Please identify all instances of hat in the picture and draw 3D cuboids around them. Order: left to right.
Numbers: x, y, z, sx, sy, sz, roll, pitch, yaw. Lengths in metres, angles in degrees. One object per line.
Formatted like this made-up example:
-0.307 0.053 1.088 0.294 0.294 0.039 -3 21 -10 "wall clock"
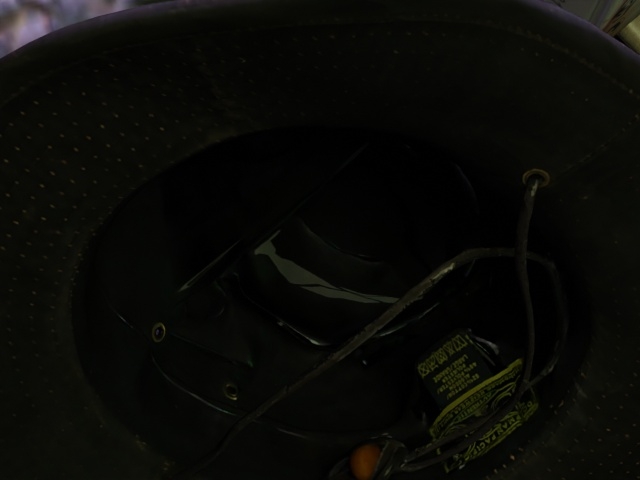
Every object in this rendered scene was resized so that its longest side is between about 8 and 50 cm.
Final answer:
0.000 0.000 0.658 0.331 0.331 0.134 10 41 -18 "hat"

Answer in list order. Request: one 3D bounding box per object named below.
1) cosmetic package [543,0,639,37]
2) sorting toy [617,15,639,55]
0.173 -0.235 0.770 0.296 0.129 0.153 -39 77 -19 "cosmetic package"
0.288 -0.153 0.861 0.229 0.041 0.307 43 71 -9 "sorting toy"
